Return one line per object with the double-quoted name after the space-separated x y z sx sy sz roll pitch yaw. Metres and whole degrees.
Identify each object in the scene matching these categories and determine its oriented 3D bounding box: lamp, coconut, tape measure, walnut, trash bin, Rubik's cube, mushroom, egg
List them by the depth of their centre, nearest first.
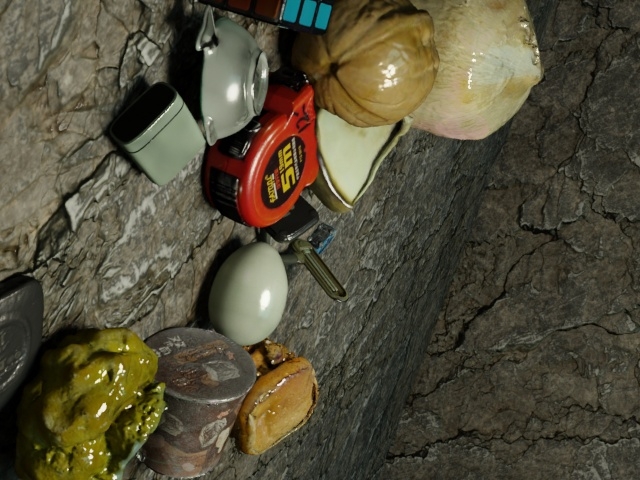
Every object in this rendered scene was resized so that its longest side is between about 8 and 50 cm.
-0.245 -0.161 1.281 0.116 0.059 0.130 -46 154 -9 "trash bin"
-0.073 -0.426 1.325 0.162 0.163 0.161 -11 120 -59 "Rubik's cube"
-0.106 -0.155 1.548 0.260 0.114 0.253 -49 151 -31 "tape measure"
0.091 -0.360 1.609 0.313 0.277 0.252 -41 165 -54 "walnut"
-0.139 0.104 1.648 0.151 0.151 0.209 15 95 -67 "egg"
-0.037 0.030 1.768 0.124 0.203 0.283 -41 154 -14 "lamp"
0.040 -0.232 1.808 0.217 0.212 0.292 45 75 -18 "mushroom"
0.356 -0.438 2.004 0.404 0.404 0.405 -48 149 -40 "coconut"

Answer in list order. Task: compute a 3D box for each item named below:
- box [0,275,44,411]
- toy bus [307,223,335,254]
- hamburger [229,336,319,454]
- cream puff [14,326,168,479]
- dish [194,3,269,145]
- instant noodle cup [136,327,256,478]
-0.454 0.164 1.141 0.212 0.042 0.201 -36 139 -55 "box"
0.000 0.000 2.010 0.083 0.038 0.046 -49 155 -36 "toy bus"
-0.134 0.319 1.773 0.245 0.211 0.260 -62 152 3 "hamburger"
-0.334 0.267 1.290 0.282 0.185 0.282 15 90 -77 "cream puff"
-0.133 -0.265 1.347 0.246 0.078 0.224 79 20 -66 "dish"
-0.244 0.301 1.537 0.217 0.217 0.207 -31 143 -55 "instant noodle cup"
